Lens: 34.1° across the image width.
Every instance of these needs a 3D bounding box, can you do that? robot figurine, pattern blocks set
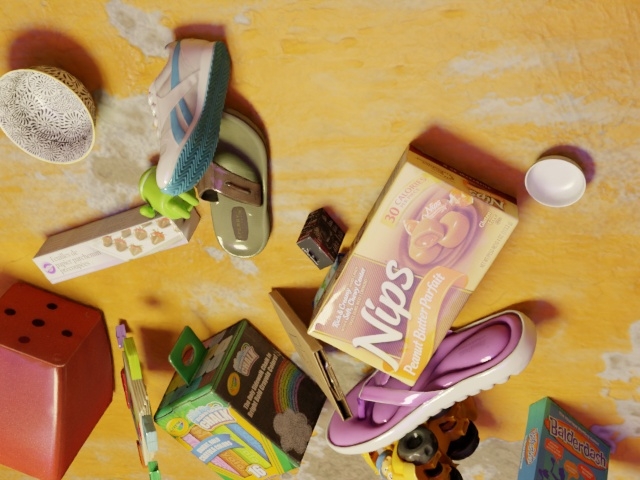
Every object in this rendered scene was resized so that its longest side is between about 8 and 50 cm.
[{"bbox_3d":[-0.241,-0.076,1.638,0.115,0.101,0.067,34,-179,42],"label":"robot figurine"},{"bbox_3d":[-0.325,0.292,1.874,0.026,0.325,0.285,-11,136,-15],"label":"pattern blocks set"}]

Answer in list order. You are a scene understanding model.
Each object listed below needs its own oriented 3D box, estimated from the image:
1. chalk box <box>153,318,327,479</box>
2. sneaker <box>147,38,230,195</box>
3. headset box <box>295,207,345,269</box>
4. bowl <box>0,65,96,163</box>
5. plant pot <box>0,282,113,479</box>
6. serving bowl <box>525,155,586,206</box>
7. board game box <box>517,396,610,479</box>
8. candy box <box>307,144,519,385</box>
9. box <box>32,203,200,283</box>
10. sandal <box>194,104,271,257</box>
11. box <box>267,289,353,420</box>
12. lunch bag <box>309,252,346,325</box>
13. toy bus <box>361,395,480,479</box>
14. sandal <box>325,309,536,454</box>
[{"bbox_3d":[-0.165,0.278,1.867,0.289,0.180,0.179,44,130,-17],"label":"chalk box"},{"bbox_3d":[-0.197,-0.174,1.472,0.092,0.228,0.087,9,168,19],"label":"sneaker"},{"bbox_3d":[0.000,0.000,1.621,0.032,0.083,0.062,-26,118,36],"label":"headset box"},{"bbox_3d":[-0.408,-0.208,1.596,0.170,0.080,0.170,10,133,11],"label":"bowl"},{"bbox_3d":[-0.539,0.241,1.937,0.267,0.267,0.235,20,123,3],"label":"plant pot"},{"bbox_3d":[0.329,-0.087,1.455,0.083,0.027,0.083,11,132,12],"label":"serving bowl"},{"bbox_3d":[0.402,0.387,1.721,0.160,0.210,0.047,38,131,-15],"label":"board game box"},{"bbox_3d":[0.133,0.041,1.537,0.183,0.087,0.316,28,114,-4],"label":"candy box"},{"bbox_3d":[-0.349,-0.001,1.769,0.324,0.067,0.063,-16,122,31],"label":"box"},{"bbox_3d":[-0.138,-0.081,1.600,0.120,0.086,0.302,3,130,18],"label":"sandal"},{"bbox_3d":[-0.017,0.190,1.740,0.021,0.201,0.164,-29,124,-10],"label":"box"},{"bbox_3d":[0.073,0.109,1.689,0.151,0.096,0.129,18,133,-12],"label":"lunch bag"},{"bbox_3d":[0.142,0.341,1.783,0.211,0.220,0.149,-5,132,33],"label":"toy bus"},{"bbox_3d":[0.156,0.209,1.696,0.416,0.169,0.102,-33,119,25],"label":"sandal"}]
